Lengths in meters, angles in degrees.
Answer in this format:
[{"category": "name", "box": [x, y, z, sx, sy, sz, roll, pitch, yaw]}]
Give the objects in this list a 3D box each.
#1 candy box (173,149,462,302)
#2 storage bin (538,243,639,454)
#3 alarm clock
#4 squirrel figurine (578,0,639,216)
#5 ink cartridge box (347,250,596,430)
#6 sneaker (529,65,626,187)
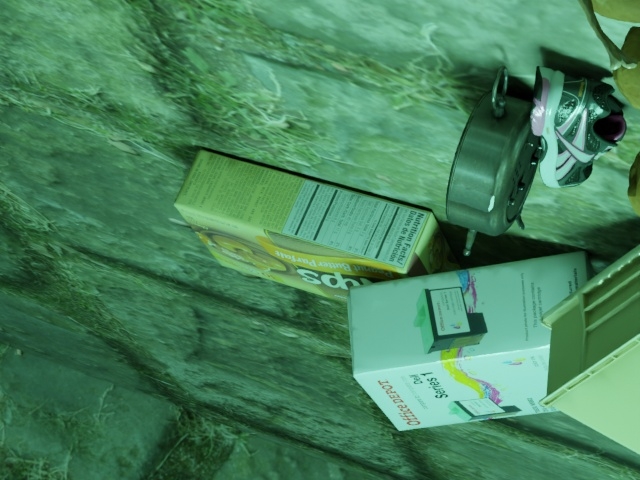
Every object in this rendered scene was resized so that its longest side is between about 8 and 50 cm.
[{"category": "candy box", "box": [0.000, 0.000, 2.137, 0.316, 0.087, 0.183, 15, 161, 24]}, {"category": "storage bin", "box": [0.400, 0.120, 1.777, 0.262, 0.123, 0.260, 30, 136, -18]}, {"category": "alarm clock", "box": [0.164, -0.083, 1.618, 0.064, 0.129, 0.192, 16, 141, 19]}, {"category": "squirrel figurine", "box": [0.337, -0.152, 1.023, 0.397, 0.281, 0.370, -21, 121, 33]}, {"category": "ink cartridge box", "box": [0.190, 0.120, 2.027, 0.278, 0.117, 0.201, -9, 153, 15]}, {"category": "sneaker", "box": [0.236, -0.093, 1.580, 0.077, 0.072, 0.178, 7, 165, 16]}]
